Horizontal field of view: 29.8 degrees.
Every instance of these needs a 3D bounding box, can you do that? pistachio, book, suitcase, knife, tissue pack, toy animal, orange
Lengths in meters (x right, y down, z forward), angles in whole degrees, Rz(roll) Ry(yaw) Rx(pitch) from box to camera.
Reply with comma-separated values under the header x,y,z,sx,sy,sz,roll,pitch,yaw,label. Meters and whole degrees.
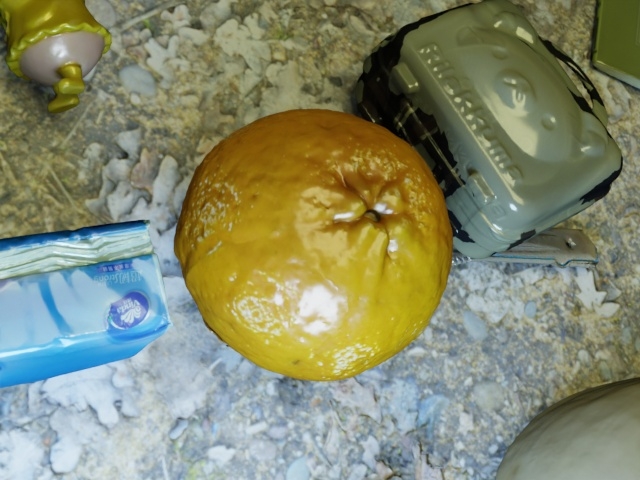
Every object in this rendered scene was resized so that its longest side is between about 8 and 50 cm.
x,y,z,sx,sy,sz,roll,pitch,yaw,label
0.424,0.339,1.542,0.445,0.281,0.365,-31,53,-28,pistachio
0.577,-0.399,2.049,0.239,0.035,0.352,20,63,-15,book
0.261,-0.180,1.704,0.339,0.194,0.351,-23,75,-35,suitcase
0.248,0.014,1.725,0.365,0.043,0.089,1,70,-27,knife
-0.326,0.080,1.330,0.263,0.198,0.146,-8,77,-28,tissue pack
-0.335,-0.276,1.497,0.156,0.156,0.230,-5,74,-27,toy animal
0.000,0.000,1.461,0.340,0.293,0.341,10,66,-24,orange
